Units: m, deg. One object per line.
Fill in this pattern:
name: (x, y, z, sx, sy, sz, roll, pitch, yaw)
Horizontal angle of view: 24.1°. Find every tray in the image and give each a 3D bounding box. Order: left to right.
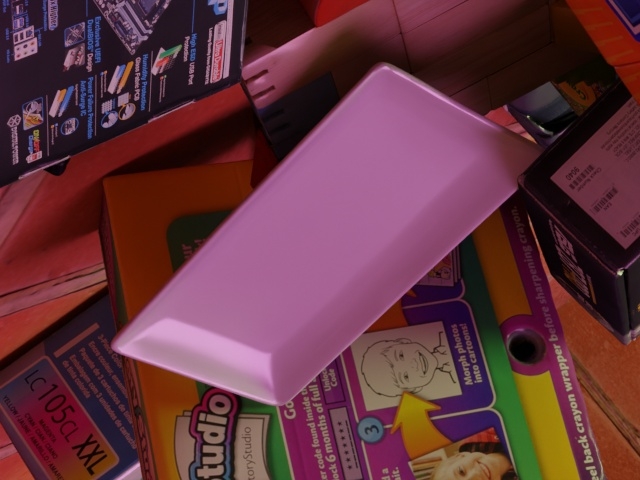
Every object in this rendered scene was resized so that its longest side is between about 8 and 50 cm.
tray: (0.000, 0.000, 0.934, 0.145, 0.030, 0.270, 24, 125, -34)

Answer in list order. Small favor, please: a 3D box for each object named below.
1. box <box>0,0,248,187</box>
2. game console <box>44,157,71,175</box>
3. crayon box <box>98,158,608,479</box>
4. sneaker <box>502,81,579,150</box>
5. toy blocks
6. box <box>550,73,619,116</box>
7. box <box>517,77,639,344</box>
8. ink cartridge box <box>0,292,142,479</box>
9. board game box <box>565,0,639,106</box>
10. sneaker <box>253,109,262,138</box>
box: (-0.112, -0.138, 0.705, 0.175, 0.051, 0.220, -28, 146, -30)
game console: (-0.172, -0.104, 0.855, 0.144, 0.085, 0.124, 115, 0, -61)
crayon box: (0.022, 0.115, 1.096, 0.313, 0.363, 0.106, -8, 157, -13)
sneaker: (0.276, -0.136, 1.576, 0.126, 0.127, 0.321, -39, 164, 12)
toy blocks: (0.039, -0.163, 0.892, 0.261, 0.190, 0.381, -28, 154, -2)
box: (0.291, -0.274, 1.093, 0.290, 0.177, 0.279, -32, 165, -20)
box: (0.307, -0.114, 1.000, 0.395, 0.097, 0.318, -45, 165, 0)
ink cartridge box: (-0.086, 0.098, 1.391, 0.395, 0.151, 0.270, -34, 166, -6)
board game box: (0.323, -0.189, 0.604, 0.356, 0.356, 0.356, -39, -170, -11)
sneaker: (-0.002, -0.095, 1.196, 0.086, 0.064, 0.192, -47, 165, -19)
